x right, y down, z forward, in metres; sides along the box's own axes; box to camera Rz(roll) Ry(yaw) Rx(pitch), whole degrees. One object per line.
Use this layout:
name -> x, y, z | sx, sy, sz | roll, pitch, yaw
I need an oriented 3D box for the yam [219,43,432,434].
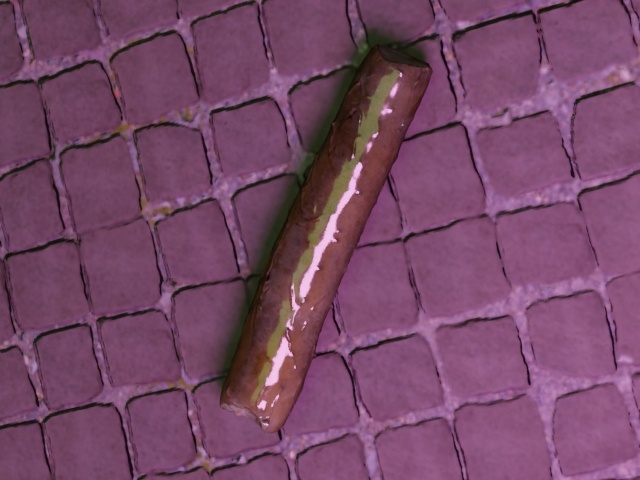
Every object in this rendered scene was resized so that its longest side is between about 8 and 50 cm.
yam -> 0.000, 0.000, 1.550 | 0.083, 0.083, 0.371 | 25, 98, 18
